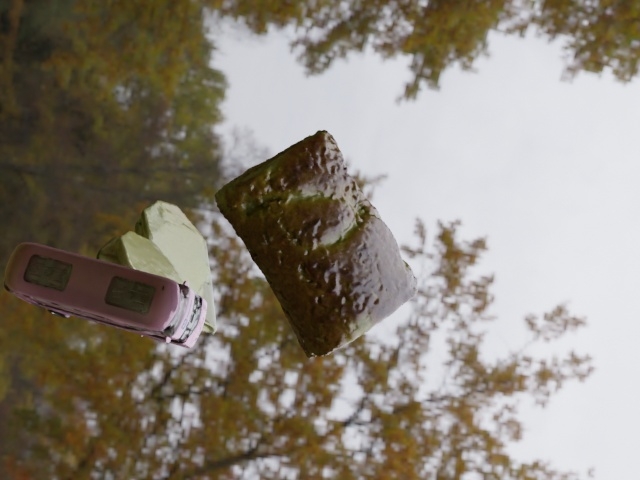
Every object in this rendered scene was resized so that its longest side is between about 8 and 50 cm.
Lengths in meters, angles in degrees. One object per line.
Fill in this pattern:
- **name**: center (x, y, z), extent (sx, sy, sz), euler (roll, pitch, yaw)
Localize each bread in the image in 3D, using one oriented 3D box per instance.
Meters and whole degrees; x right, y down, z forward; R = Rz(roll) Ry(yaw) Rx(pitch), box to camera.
- **bread**: center (0.000, 0.000, 1.003), extent (0.172, 0.132, 0.103), euler (61, -27, -7)

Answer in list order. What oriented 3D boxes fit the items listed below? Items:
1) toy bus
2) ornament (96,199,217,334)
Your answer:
- **toy bus**: center (-0.219, 0.054, 1.149), extent (0.090, 0.203, 0.063), euler (57, 48, -70)
- **ornament**: center (-0.189, 0.048, 1.459), extent (0.059, 0.180, 0.201), euler (-35, -171, 25)
